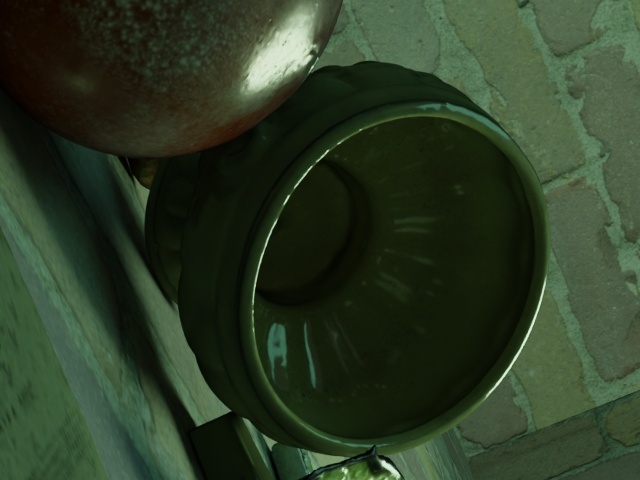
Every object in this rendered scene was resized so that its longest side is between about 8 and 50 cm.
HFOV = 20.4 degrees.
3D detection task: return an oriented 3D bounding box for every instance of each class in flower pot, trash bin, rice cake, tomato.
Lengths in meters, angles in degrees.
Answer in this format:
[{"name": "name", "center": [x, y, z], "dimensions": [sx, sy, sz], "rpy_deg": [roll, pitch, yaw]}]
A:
[{"name": "flower pot", "center": [0.000, 0.000, 1.407], "dimensions": [0.244, 0.307, 0.307], "rpy_deg": [26, -34, 55]}, {"name": "trash bin", "center": [-0.064, 0.179, 1.367], "dimensions": [0.092, 0.043, 0.061], "rpy_deg": [64, 6, 4]}, {"name": "rice cake", "center": [0.000, 0.276, 1.627], "dimensions": [0.033, 0.033, 0.207], "rpy_deg": [48, 21, -69]}, {"name": "tomato", "center": [-0.100, -0.179, 1.214], "dimensions": [0.227, 0.270, 0.270], "rpy_deg": [31, 2, 6]}]

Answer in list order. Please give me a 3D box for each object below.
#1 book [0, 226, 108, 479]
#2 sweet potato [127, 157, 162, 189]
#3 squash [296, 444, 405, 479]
[{"name": "book", "center": [-0.190, 0.015, 0.831], "dimensions": [0.239, 0.035, 0.352], "rpy_deg": [-61, 129, -80]}, {"name": "sweet potato", "center": [-0.155, -0.151, 1.554], "dimensions": [0.251, 0.097, 0.097], "rpy_deg": [65, 5, 15]}, {"name": "squash", "center": [-0.017, 0.231, 1.288], "dimensions": [0.085, 0.184, 0.192], "rpy_deg": [18, -37, 42]}]
